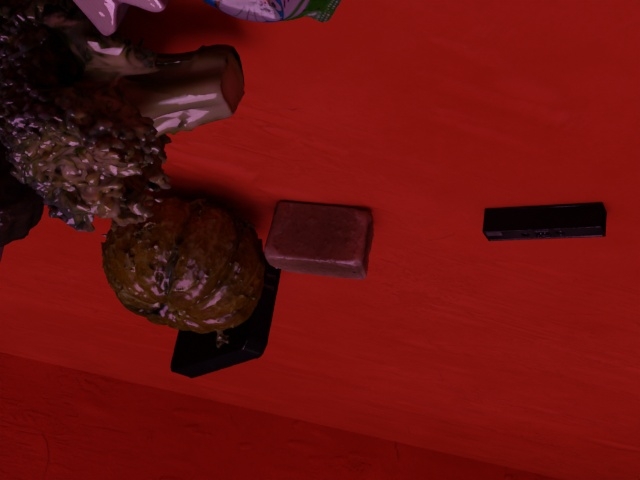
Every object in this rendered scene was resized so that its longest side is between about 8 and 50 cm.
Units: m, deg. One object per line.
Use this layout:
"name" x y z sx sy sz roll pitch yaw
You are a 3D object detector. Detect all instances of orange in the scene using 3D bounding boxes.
"orange" -0.247 0.038 1.746 0.301 0.223 0.300 13 147 0

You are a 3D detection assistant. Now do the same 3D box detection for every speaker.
"speaker" 0.359 -0.028 1.558 0.191 0.046 0.040 -2 154 26

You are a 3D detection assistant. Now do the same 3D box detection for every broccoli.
"broccoli" -0.268 -0.166 1.189 0.317 0.277 0.338 -17 150 35

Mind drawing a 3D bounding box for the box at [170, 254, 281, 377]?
"box" -0.202 0.165 2.037 0.058 0.211 0.350 24 154 -26

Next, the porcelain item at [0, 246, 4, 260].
"porcelain item" -0.809 -0.022 1.801 0.405 0.243 0.178 13 -177 -4

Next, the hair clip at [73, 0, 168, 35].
"hair clip" -0.266 -0.347 0.917 0.101 0.085 0.331 -19 132 26

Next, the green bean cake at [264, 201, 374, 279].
"green bean cake" 0.000 0.000 1.690 0.179 0.109 0.085 4 158 12

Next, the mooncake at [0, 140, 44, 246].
"mooncake" -0.544 -0.100 1.537 0.228 0.228 0.124 18 148 -18

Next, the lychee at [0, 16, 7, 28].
"lychee" -0.473 -0.248 1.233 0.171 0.171 0.171 8 158 3

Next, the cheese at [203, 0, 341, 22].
"cheese" -0.121 -0.321 1.000 0.320 0.083 0.204 26 151 -10
